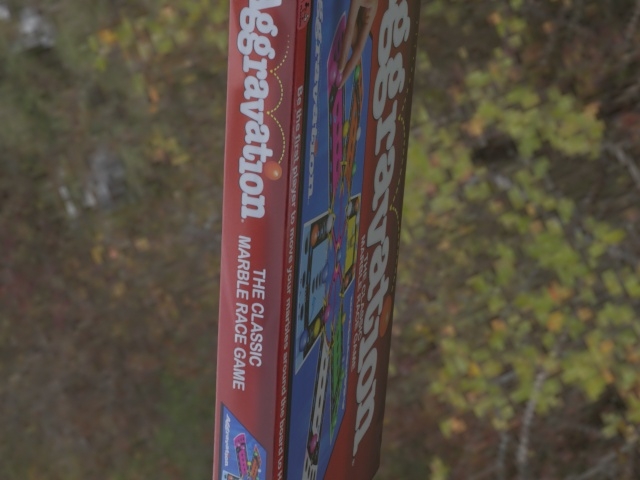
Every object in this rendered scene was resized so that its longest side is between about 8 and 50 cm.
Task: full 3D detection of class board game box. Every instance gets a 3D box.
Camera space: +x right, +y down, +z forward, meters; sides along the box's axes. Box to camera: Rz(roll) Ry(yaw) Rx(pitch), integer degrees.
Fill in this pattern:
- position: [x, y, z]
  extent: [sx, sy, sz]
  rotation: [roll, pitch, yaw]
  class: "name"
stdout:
- position: [0.000, 0.000, 0.651]
  extent: [0.027, 0.145, 0.281]
  rotation: [11, 117, 15]
  class: "board game box"
